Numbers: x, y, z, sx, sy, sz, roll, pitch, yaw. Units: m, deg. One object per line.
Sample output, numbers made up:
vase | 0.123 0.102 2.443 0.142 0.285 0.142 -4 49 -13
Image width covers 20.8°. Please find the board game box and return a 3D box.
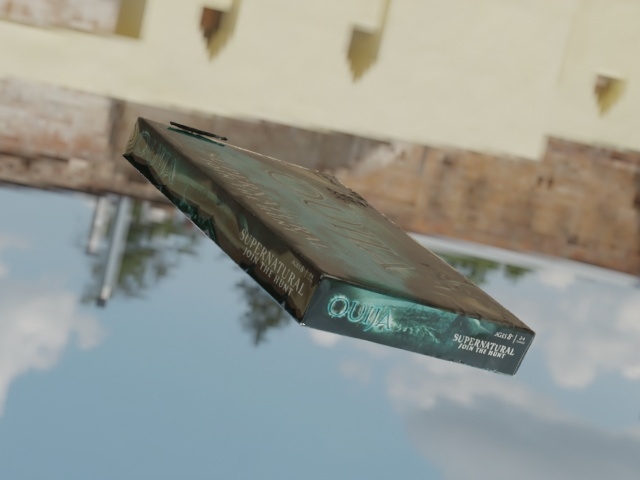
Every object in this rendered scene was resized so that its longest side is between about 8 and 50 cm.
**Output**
board game box | 0.000 0.000 0.809 0.126 0.026 0.186 15 -164 -37
